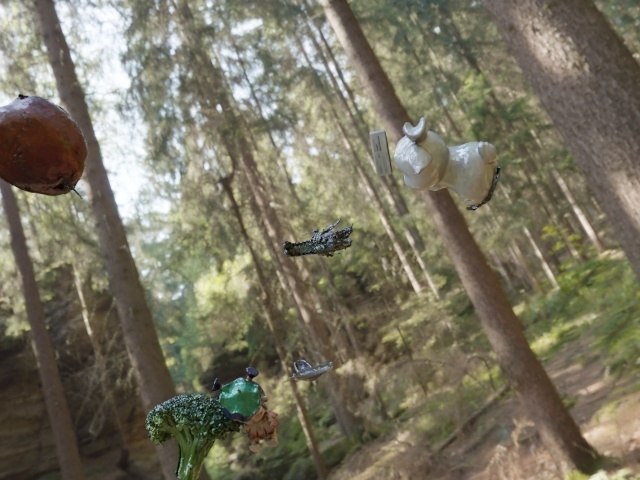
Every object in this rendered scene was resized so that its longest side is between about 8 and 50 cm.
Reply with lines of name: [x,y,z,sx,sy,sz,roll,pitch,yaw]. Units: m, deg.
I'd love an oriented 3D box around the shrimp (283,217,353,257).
shrimp: [0.001,0.000,1.469,0.174,0.082,0.076,-12,-7,20]

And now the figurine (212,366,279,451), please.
figurine: [-0.161,0.373,1.393,0.111,0.102,0.195,-18,-49,1]

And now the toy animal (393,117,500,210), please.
toy animal: [0.330,-0.215,1.741,0.310,0.183,0.247,19,-9,-14]

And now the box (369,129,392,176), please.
box: [0.185,-0.270,1.938,0.051,0.130,0.129,-9,11,6]

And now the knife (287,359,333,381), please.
knife: [-0.045,0.364,1.749,0.123,0.053,0.278,-11,-7,-11]

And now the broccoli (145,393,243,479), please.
broccoli: [-0.285,0.440,1.416,0.219,0.194,0.194,11,-23,-4]

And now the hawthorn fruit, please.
hawthorn fruit: [-0.523,-0.155,1.190,0.181,0.235,0.181,-41,-5,-5]
